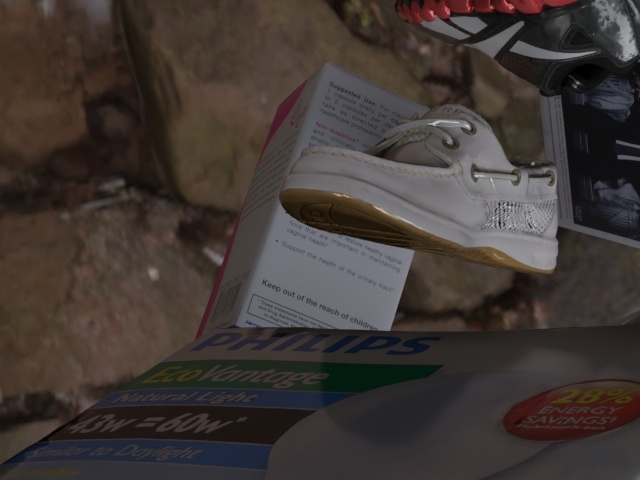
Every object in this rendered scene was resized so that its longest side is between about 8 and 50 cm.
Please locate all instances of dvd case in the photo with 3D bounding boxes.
[{"bbox_3d":[0.274,-0.074,1.316,0.030,0.239,0.179,-23,115,-31],"label":"dvd case"}]

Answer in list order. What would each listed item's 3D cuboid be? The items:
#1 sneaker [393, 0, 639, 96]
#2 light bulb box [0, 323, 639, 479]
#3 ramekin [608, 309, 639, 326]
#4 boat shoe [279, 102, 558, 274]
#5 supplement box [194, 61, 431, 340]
[{"bbox_3d":[0.154,-0.169,1.221,0.097,0.276,0.135,-43,111,-19],"label":"sneaker"},{"bbox_3d":[0.006,0.201,0.731,0.358,0.361,0.225,-4,108,36],"label":"light bulb box"},{"bbox_3d":[0.303,0.140,1.447,0.207,0.207,0.109,-30,96,4],"label":"ramekin"},{"bbox_3d":[0.070,-0.041,1.013,0.277,0.098,0.096,12,88,-58],"label":"boat shoe"},{"bbox_3d":[0.000,0.000,1.170,0.114,0.111,0.220,22,71,-14],"label":"supplement box"}]
